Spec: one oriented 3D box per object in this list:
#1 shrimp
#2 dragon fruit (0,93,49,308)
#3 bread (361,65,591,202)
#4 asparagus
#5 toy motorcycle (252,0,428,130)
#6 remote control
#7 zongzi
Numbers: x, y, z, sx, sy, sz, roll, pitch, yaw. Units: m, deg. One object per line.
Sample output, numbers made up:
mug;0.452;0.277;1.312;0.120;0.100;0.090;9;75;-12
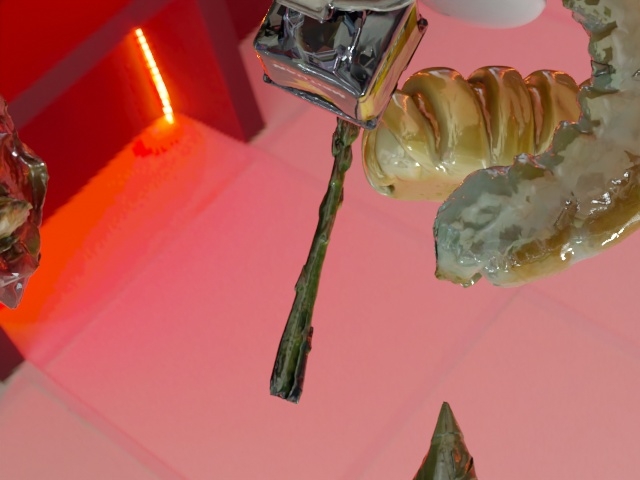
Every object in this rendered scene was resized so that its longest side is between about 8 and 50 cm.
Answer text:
shrimp;0.089;-0.069;0.524;0.161;0.049;0.166;-33;-93;17
dragon fruit;-0.172;-0.026;0.588;0.083;0.162;0.106;-44;-111;-7
bread;0.194;-0.095;1.092;0.311;0.173;0.121;2;-101;-12
asparagus;0.000;0.000;0.827;0.023;0.022;0.233;-3;-112;45
toy motorcycle;0.049;-0.191;0.488;0.091;0.157;0.263;26;-97;8
remote control;0.127;-0.335;1.375;0.221;0.332;0.103;26;-88;50
zongzi;0.085;0.233;1.106;0.154;0.062;0.130;-28;-105;40
